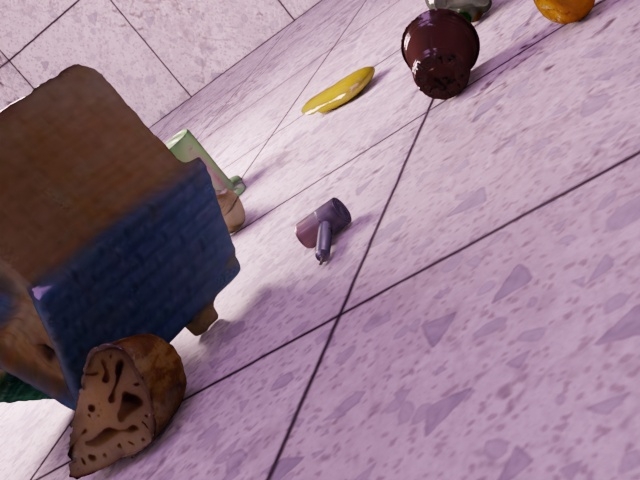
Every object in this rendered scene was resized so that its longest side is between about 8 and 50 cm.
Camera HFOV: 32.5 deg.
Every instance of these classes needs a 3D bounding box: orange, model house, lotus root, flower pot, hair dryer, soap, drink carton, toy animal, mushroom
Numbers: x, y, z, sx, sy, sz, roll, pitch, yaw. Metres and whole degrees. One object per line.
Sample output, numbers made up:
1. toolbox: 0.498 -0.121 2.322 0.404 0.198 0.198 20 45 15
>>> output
1. orange: 0.298 -0.305 1.342 0.070 0.083 0.083 -57 17 -7
2. model house: -0.333 0.059 1.337 0.334 0.342 0.382 -47 5 -39
3. lotus root: -0.194 0.168 1.161 0.135 0.095 0.159 -44 -28 -59
4. flower pot: 0.159 -0.239 1.463 0.111 0.111 0.089 -31 29 29
5. hair dryer: 0.000 0.000 1.276 0.063 0.037 0.114 -36 23 22
6. soap: 0.034 -0.262 1.943 0.168 0.033 0.089 -19 23 53
7. drink carton: -0.234 -0.109 1.935 0.144 0.142 0.146 -40 17 0
8. toy animal: 0.225 -0.405 1.763 0.108 0.138 0.236 -5 9 11
9. mushroom: -0.184 -0.042 1.744 0.092 0.081 0.223 -27 9 -30
